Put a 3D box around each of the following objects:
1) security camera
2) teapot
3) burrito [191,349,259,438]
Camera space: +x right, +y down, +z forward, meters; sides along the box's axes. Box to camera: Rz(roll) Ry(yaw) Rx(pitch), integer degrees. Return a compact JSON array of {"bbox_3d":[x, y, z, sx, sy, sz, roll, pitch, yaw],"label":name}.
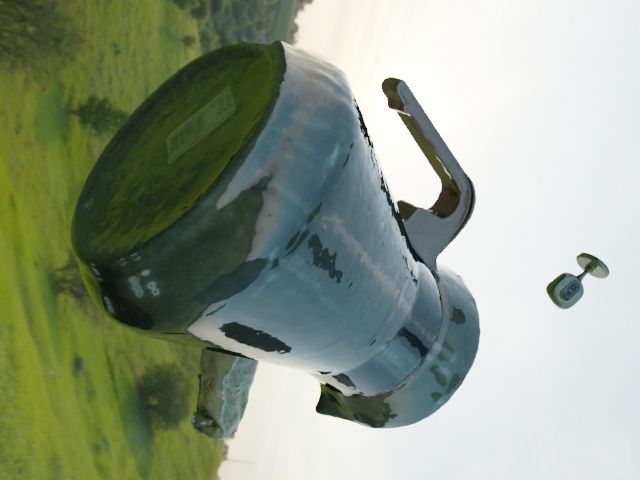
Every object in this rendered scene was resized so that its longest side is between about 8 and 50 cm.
[{"bbox_3d":[0.394,0.067,0.861,0.092,0.058,0.058,-44,180,-12],"label":"security camera"},{"bbox_3d":[0.000,0.000,0.506,0.300,0.344,0.253,-50,-139,-4],"label":"teapot"},{"bbox_3d":[-0.108,0.127,0.669,0.060,0.087,0.226,3,100,-65],"label":"burrito"}]
